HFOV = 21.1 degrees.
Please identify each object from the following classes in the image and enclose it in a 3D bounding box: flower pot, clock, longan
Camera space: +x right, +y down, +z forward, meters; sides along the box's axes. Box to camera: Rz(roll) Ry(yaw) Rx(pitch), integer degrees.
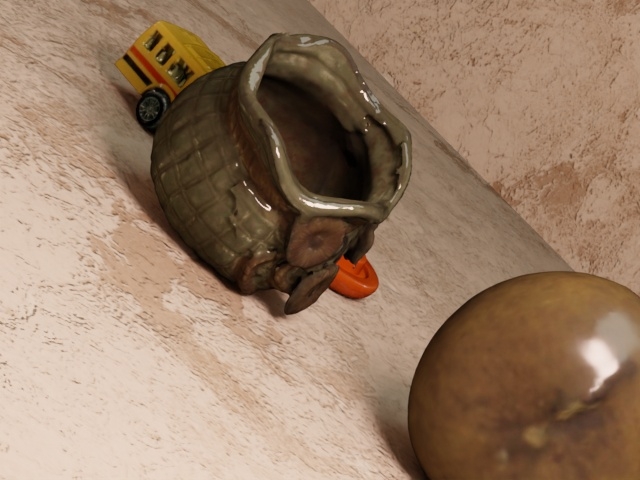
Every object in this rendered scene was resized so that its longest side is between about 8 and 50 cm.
[{"bbox_3d":[-0.039,-0.077,2.011,0.302,0.213,0.301,29,44,-32],"label":"flower pot"},{"bbox_3d":[0.000,0.000,2.346,0.205,0.051,0.205,39,15,-12],"label":"clock"},{"bbox_3d":[0.256,0.184,1.921,0.319,0.319,0.319,40,14,-12],"label":"longan"}]

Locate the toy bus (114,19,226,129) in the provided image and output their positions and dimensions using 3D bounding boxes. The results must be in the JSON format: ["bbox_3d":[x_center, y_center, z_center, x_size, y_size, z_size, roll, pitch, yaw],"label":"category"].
[{"bbox_3d":[-0.132,-0.143,2.257,0.335,0.123,0.121,49,15,28],"label":"toy bus"}]
